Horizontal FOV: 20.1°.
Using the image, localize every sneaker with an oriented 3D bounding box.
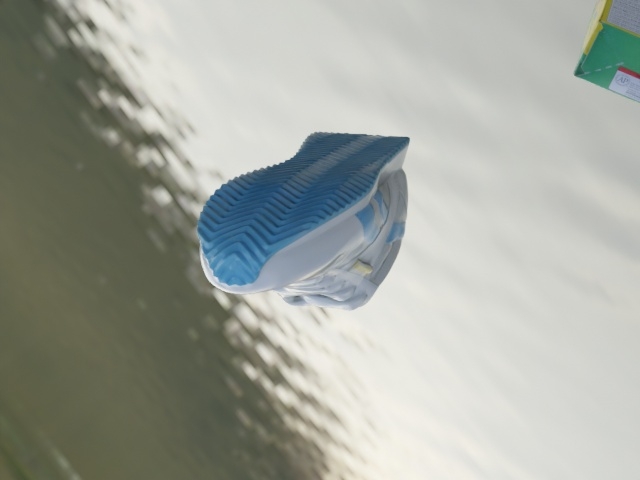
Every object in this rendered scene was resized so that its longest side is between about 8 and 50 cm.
[{"bbox_3d":[0.000,0.000,1.043,0.087,0.229,0.092,6,106,21],"label":"sneaker"}]

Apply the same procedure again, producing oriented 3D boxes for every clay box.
[{"bbox_3d":[0.250,-0.163,1.179,0.127,0.222,0.053,23,134,2],"label":"clay box"}]
